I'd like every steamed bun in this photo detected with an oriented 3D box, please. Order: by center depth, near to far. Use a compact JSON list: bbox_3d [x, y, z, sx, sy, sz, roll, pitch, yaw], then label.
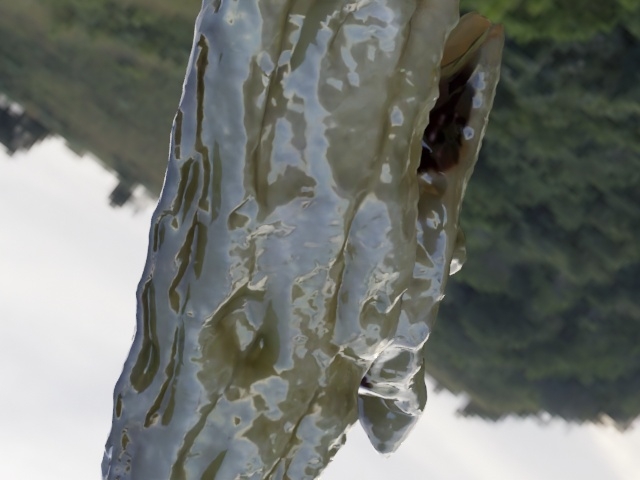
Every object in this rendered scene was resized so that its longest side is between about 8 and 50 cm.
[{"bbox_3d":[0.000,0.000,0.847,0.189,0.428,0.247,10,-161,-10],"label":"steamed bun"}]
